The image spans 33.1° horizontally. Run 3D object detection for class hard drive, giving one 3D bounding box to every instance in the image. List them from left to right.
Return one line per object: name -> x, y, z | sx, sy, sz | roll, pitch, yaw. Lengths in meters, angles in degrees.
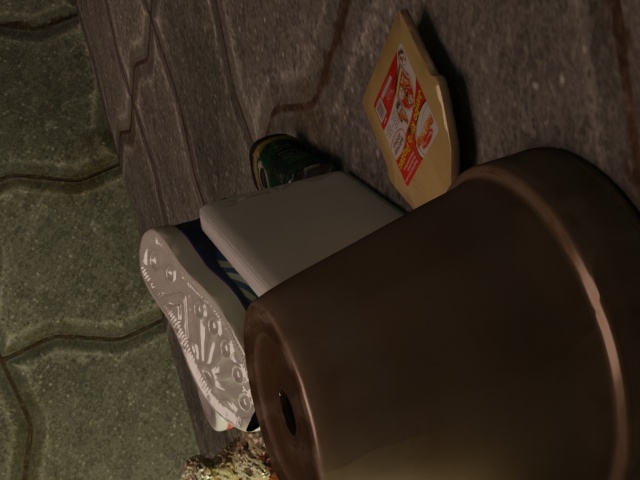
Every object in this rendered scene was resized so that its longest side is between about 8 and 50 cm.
hard drive -> 0.000, 0.000, 1.231 | 0.307, 0.203, 0.040 | -138, 36, -60

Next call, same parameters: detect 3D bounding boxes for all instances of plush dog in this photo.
plush dog -> -0.096, 0.412, 1.968 | 0.262, 0.210, 0.225 | 36, 130, 20

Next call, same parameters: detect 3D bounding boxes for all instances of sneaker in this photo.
sneaker -> -0.066, 0.085, 1.371 | 0.323, 0.236, 0.130 | 52, 133, 33

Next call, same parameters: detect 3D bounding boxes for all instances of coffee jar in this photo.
coffee jar -> -0.036, -0.085, 1.484 | 0.184, 0.079, 0.096 | -140, 36, -60

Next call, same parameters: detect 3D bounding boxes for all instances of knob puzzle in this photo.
knob puzzle -> 0.106, -0.111, 1.104 | 0.213, 0.030, 0.213 | 166, 90, -72

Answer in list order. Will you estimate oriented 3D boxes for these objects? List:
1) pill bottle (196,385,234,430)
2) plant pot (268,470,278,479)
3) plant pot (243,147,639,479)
pill bottle -> -0.061, 0.183, 1.532 | 0.124, 0.221, 0.124 | 166, 90, -72
plant pot -> 0.034, 0.261, 1.378 | 0.205, 0.205, 0.188 | 165, 106, -73
plant pot -> 0.095, 0.105, 0.897 | 0.323, 0.280, 0.323 | 167, 90, -73
